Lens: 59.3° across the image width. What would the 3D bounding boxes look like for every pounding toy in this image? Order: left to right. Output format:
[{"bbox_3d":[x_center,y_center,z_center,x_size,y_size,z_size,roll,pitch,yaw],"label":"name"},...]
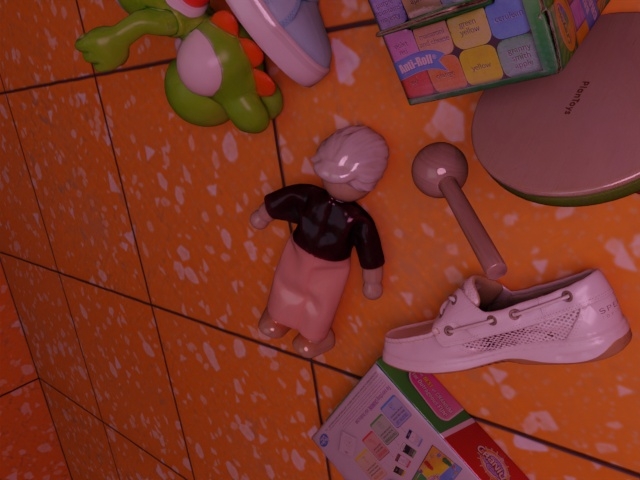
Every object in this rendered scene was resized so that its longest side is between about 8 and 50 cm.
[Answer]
[{"bbox_3d":[0.216,-0.071,0.488,0.236,0.110,0.183,-38,44,12],"label":"pounding toy"}]

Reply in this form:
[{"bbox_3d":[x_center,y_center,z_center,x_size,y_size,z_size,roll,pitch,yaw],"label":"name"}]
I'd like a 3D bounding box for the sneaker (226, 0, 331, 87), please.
[{"bbox_3d":[-0.051,-0.360,0.617,0.150,0.135,0.366,-19,106,26],"label":"sneaker"}]

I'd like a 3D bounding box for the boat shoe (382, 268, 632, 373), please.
[{"bbox_3d":[0.180,0.082,0.617,0.276,0.098,0.096,-16,96,38],"label":"boat shoe"}]

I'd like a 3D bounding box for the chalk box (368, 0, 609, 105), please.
[{"bbox_3d":[0.124,-0.197,0.432,0.132,0.213,0.132,2,130,45],"label":"chalk box"}]

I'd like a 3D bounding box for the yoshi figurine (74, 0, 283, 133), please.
[{"bbox_3d":[-0.203,-0.283,0.735,0.362,0.203,0.203,52,-177,-22],"label":"yoshi figurine"}]

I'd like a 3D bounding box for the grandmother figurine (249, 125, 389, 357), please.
[{"bbox_3d":[0.000,0.000,0.759,0.207,0.104,0.343,23,125,3],"label":"grandmother figurine"}]

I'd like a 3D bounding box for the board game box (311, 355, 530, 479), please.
[{"bbox_3d":[0.149,0.333,0.780,0.316,0.064,0.242,47,134,18],"label":"board game box"}]
